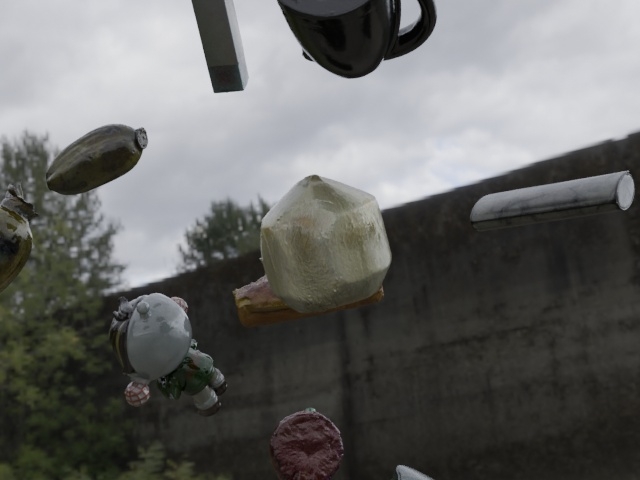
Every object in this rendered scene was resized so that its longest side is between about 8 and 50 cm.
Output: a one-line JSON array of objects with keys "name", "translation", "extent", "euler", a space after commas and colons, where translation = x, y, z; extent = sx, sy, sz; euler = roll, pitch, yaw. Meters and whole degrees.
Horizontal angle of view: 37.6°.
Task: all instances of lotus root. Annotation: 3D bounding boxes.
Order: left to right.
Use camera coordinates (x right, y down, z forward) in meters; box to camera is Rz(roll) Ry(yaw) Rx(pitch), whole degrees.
[{"name": "lotus root", "translation": [-0.618, 0.007, 1.761], "extent": [0.154, 0.278, 0.154], "euler": [29, -23, 14]}, {"name": "lotus root", "translation": [-0.355, -0.129, 1.498], "extent": [0.179, 0.089, 0.080], "euler": [-27, -29, 5]}]

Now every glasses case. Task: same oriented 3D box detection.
[{"name": "glasses case", "translation": [0.438, -0.071, 1.791], "extent": [0.299, 0.060, 0.114], "euler": [-9, 22, 38]}]

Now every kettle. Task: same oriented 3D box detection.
[{"name": "kettle", "translation": [0.075, -0.407, 1.693], "extent": [0.268, 0.208, 0.290], "euler": [-8, -26, 10]}]

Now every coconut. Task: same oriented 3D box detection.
[{"name": "coconut", "translation": [0.000, 0.000, 1.764], "extent": [0.244, 0.248, 0.245], "euler": [-17, 7, 2]}]

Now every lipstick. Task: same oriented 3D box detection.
[{"name": "lipstick", "translation": [-0.235, -0.511, 2.082], "extent": [0.079, 0.076, 0.372], "euler": [-3, -55, 11]}]

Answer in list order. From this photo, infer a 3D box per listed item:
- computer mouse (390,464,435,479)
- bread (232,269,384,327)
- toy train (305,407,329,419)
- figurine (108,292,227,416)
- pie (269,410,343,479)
[{"name": "computer mouse", "translation": [0.231, 0.503, 1.531], "extent": [0.114, 0.374, 0.203], "euler": [-27, 27, -4]}, {"name": "bread", "translation": [-0.033, 0.108, 2.370], "extent": [0.380, 0.185, 0.109], "euler": [-12, -54, -2]}, {"name": "toy train", "translation": [-0.028, 0.459, 2.068], "extent": [0.071, 0.178, 0.104], "euler": [23, -48, -32]}, {"name": "figurine", "translation": [-0.335, 0.256, 2.095], "extent": [0.167, 0.281, 0.370], "euler": [-7, -44, 31]}, {"name": "pie", "translation": [-0.028, 0.403, 1.804], "extent": [0.154, 0.155, 0.036], "euler": [-5, -12, -15]}]
